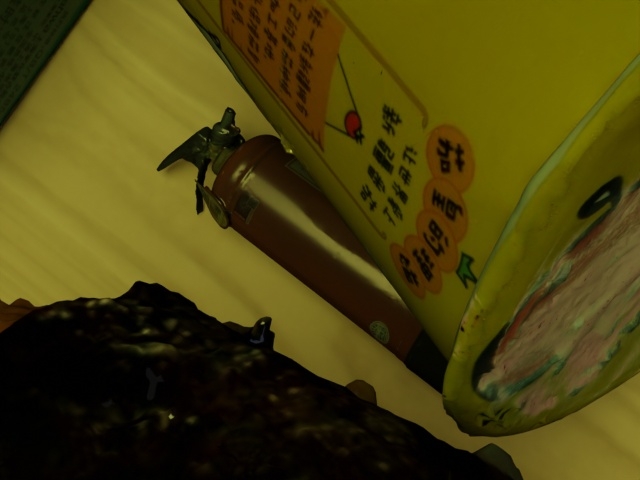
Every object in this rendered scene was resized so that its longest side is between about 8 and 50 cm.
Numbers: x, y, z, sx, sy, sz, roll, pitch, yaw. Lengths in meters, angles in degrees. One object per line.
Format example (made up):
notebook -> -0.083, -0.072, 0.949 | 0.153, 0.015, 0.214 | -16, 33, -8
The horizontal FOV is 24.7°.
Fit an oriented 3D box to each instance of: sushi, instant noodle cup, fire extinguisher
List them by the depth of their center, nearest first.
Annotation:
sushi -> -0.032, 0.155, 0.528 | 0.207, 0.348, 0.234 | 34, 57, 29
instant noodle cup -> 0.089, -0.127, 0.529 | 0.325, 0.325, 0.254 | -45, 68, 6
fire extinguisher -> 0.000, 0.000, 0.659 | 0.177, 0.050, 0.062 | 37, 132, 15

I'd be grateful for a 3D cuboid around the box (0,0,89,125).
box -> -0.151, -0.162, 0.654 | 0.092, 0.153, 0.245 | 36, 92, 14
